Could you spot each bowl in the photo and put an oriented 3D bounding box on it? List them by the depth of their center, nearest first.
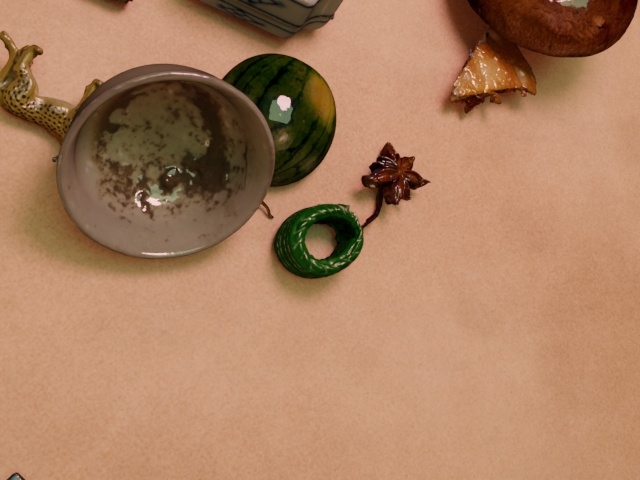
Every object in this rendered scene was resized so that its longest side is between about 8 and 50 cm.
[{"bbox_3d":[-0.221,-0.129,1.025,0.289,0.146,0.289,-13,130,-15],"label":"bowl"}]

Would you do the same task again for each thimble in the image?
[{"bbox_3d":[0.000,0.000,1.147,0.118,0.090,0.130,46,68,-11],"label":"thimble"}]

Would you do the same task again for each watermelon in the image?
[{"bbox_3d":[-0.068,-0.187,1.136,0.204,0.127,0.232,42,73,-14],"label":"watermelon"}]

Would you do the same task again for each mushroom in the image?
[{"bbox_3d":[0.404,-0.475,1.321,0.345,0.345,0.239,5,116,-21],"label":"mushroom"}]

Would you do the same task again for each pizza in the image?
[{"bbox_3d":[0.296,-0.294,1.335,0.194,0.069,0.154,-34,93,-23],"label":"pizza"}]

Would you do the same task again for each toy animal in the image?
[{"bbox_3d":[-0.392,-0.193,1.035,0.181,0.073,0.136,30,82,-19],"label":"toy animal"}]

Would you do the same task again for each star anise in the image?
[{"bbox_3d":[0.107,-0.084,1.214,0.097,0.070,0.190,47,48,-11],"label":"star anise"}]

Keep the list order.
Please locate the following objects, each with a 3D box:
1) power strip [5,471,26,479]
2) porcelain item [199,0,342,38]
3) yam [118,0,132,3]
[{"bbox_3d":[-0.419,0.361,0.939,0.123,0.032,0.056,-44,97,-23],"label":"power strip"},{"bbox_3d":[-0.078,-0.489,1.169,0.286,0.157,0.281,19,72,-17],"label":"porcelain item"},{"bbox_3d":[-0.355,-0.418,1.088,0.179,0.078,0.078,21,73,-17],"label":"yam"}]
